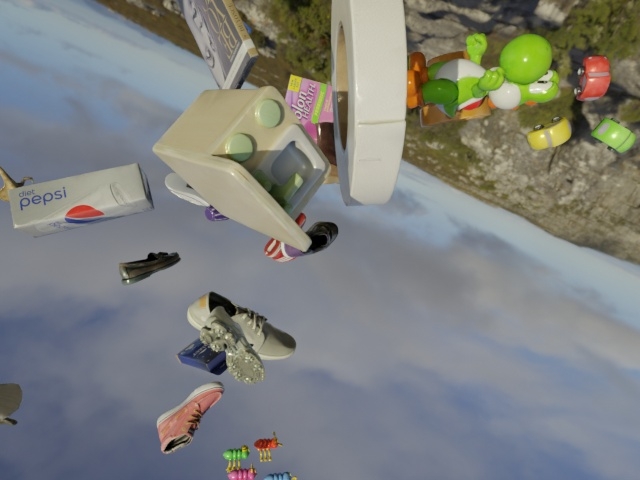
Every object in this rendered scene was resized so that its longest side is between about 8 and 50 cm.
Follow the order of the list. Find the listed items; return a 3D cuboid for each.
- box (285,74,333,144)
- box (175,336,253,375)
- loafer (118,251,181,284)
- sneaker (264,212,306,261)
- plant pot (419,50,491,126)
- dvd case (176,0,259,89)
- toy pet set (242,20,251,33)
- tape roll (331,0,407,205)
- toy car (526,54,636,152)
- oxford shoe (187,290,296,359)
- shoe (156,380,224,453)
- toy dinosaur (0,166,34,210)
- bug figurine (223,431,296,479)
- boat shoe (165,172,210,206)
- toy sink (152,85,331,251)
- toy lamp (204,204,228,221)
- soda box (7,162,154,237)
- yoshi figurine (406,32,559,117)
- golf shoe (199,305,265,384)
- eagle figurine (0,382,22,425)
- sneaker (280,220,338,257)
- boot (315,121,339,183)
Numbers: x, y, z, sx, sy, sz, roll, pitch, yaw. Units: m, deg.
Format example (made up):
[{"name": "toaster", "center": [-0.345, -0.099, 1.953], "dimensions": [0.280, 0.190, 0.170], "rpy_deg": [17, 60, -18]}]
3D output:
[{"name": "box", "center": [-0.019, -0.466, 1.559], "dimensions": [0.242, 0.214, 0.117], "rpy_deg": [14, -171, -5]}, {"name": "box", "center": [-0.306, 0.314, 1.208], "dimensions": [0.225, 0.037, 0.136], "rpy_deg": [-3, -155, 45]}, {"name": "loafer", "center": [-0.628, 0.081, 1.563], "dimensions": [0.096, 0.084, 0.267], "rpy_deg": [-10, -167, 27]}, {"name": "sneaker", "center": [-0.120, -0.007, 1.697], "dimensions": [0.087, 0.221, 0.128], "rpy_deg": [46, -177, 38]}, {"name": "plant pot", "center": [0.395, -0.453, 1.259], "dimensions": [0.205, 0.188, 0.205], "rpy_deg": [-9, -169, 2]}, {"name": "dvd case", "center": [-0.167, -0.333, 0.612], "dimensions": [0.221, 0.018, 0.164], "rpy_deg": [63, 157, -7]}, {"name": "toy pet set", "center": [-0.268, -0.655, 1.262], "dimensions": [0.114, 0.122, 0.065], "rpy_deg": [39, -121, 23]}, {"name": "tape roll", "center": [0.067, -0.251, 0.701], "dimensions": [0.072, 0.392, 0.392], "rpy_deg": [-3, -163, -3]}, {"name": "toy car", "center": [0.647, -0.276, 0.984], "dimensions": [0.225, 0.239, 0.053], "rpy_deg": [29, -153, -5]}, {"name": "oxford shoe", "center": [-0.276, 0.325, 1.588], "dimensions": [0.449, 0.130, 0.169], "rpy_deg": [29, -154, -19]}, {"name": "shoe", "center": [-0.287, 0.400, 0.947], "dimensions": [0.063, 0.178, 0.081], "rpy_deg": [57, 178, -42]}, {"name": "toy dinosaur", "center": [-0.874, -0.148, 1.208], "dimensions": [0.092, 0.183, 0.053], "rpy_deg": [-20, -133, -32]}, {"name": "bug figurine", "center": [-0.210, 0.745, 1.407], "dimensions": [0.216, 0.072, 0.279], "rpy_deg": [1, -173, -19]}, {"name": "boat shoe", "center": [-0.449, -0.179, 1.574], "dimensions": [0.258, 0.095, 0.084], "rpy_deg": [25, 164, -10]}, {"name": "toy sink", "center": [-0.088, -0.105, 0.560], "dimensions": [0.234, 0.131, 0.153], "rpy_deg": [22, 161, 48]}, {"name": "toy lamp", "center": [-0.280, -0.133, 1.473], "dimensions": [0.080, 0.080, 0.274], "rpy_deg": [31, -140, 26]}, {"name": "soda box", "center": [-0.556, -0.095, 0.994], "dimensions": [0.286, 0.098, 0.091], "rpy_deg": [-15, 169, -12]}, {"name": "yoshi figurine", "center": [0.388, -0.417, 1.018], "dimensions": [0.362, 0.204, 0.203], "rpy_deg": [7, -172, 18]}, {"name": "golf shoe", "center": [-0.156, 0.198, 0.804], "dimensions": [0.086, 0.069, 0.176], "rpy_deg": [-94, -21, -60]}, {"name": "eagle figurine", "center": [-0.609, 0.195, 0.610], "dimensions": [0.225, 0.298, 0.226], "rpy_deg": [-33, -163, -28]}, {"name": "sneaker", "center": [0.000, 0.000, 1.464], "dimensions": [0.124, 0.107, 0.283], "rpy_deg": [-4, -166, 39]}, {"name": "boot", "center": [0.070, -0.300, 1.455], "dimensions": [0.090, 0.207, 0.248], "rpy_deg": [5, -170, 38]}]
